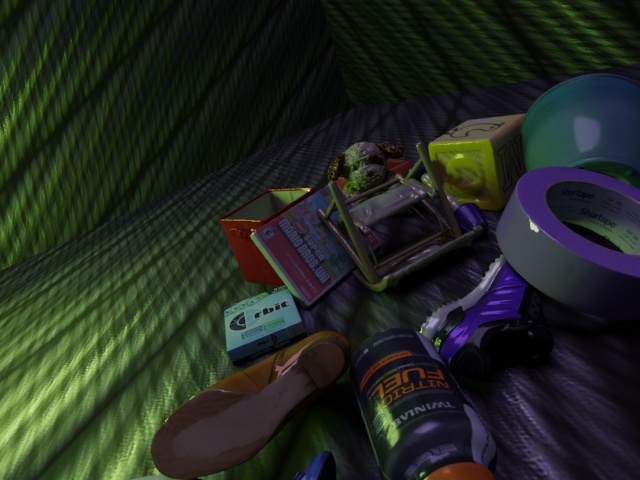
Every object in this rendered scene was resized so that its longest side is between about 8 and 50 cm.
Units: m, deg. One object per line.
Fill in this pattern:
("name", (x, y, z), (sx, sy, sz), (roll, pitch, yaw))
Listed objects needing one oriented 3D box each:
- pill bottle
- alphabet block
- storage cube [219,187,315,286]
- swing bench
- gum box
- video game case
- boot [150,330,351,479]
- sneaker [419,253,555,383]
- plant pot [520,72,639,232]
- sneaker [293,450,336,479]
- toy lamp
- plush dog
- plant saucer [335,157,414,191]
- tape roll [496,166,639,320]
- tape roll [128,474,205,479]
("pill bottle", (0.121, 0.221, 0.538), (0.130, 0.130, 0.246), (-19, 23, -2))
("alphabet block", (0.435, -0.208, 1.204), (0.197, 0.193, 0.192), (-34, 25, -32))
("storage cube", (-0.107, -0.011, 1.171), (0.183, 0.193, 0.215), (4, 30, 43))
("swing bench", (0.169, -0.040, 1.013), (0.253, 0.255, 0.165), (-25, -14, -18))
("gum box", (-0.123, 0.171, 0.959), (0.157, 0.041, 0.184), (-21, 22, -6))
("video game case", (0.000, 0.000, 1.066), (0.285, 0.204, 0.025), (-37, 0, -37))
("boot", (-0.080, 0.231, 0.669), (0.295, 0.104, 0.211), (-30, -11, -4))
("sneaker", (0.300, 0.119, 0.695), (0.293, 0.102, 0.146), (-33, 33, -23))
("plant pot", (0.560, -0.164, 0.942), (0.271, 0.272, 0.255), (-5, 40, 31))
("sneaker", (-0.026, 0.314, 0.542), (0.059, 0.053, 0.144), (-6, 24, 32))
("toy lamp", (0.313, -0.104, 1.116), (0.080, 0.080, 0.275), (-22, 46, -8))
("plush dog", (0.144, -0.177, 1.313), (0.262, 0.225, 0.210), (-18, 22, 1))
("plant saucer", (0.193, -0.247, 1.674), (0.258, 0.048, 0.259), (-28, 23, -21))
("tape roll", (0.432, -0.007, 0.717), (0.274, 0.090, 0.275), (6, 41, -5))
("tape roll", (-0.237, 0.420, 0.438), (0.392, 0.072, 0.392), (-16, 23, 7))
